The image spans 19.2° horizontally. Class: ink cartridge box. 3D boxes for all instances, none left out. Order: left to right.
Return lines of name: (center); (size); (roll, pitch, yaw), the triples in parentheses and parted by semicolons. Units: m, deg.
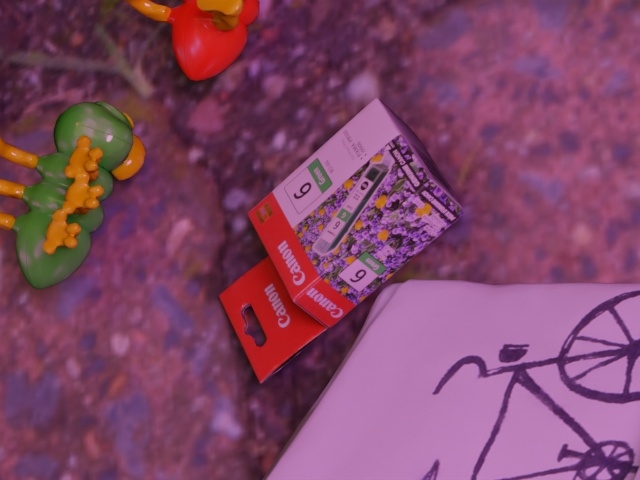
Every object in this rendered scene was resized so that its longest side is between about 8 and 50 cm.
ink cartridge box: (0.000, 0.000, 0.800); (0.115, 0.029, 0.063); (-41, 43, 11)

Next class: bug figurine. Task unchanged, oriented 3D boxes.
bug figurine: (-0.136, -0.092, 0.895); (0.279, 0.072, 0.216); (16, 78, 36)

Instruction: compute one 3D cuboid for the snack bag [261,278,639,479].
snack bag: (0.094, 0.100, 0.603); (0.342, 0.037, 0.323); (-1, 38, 36)
